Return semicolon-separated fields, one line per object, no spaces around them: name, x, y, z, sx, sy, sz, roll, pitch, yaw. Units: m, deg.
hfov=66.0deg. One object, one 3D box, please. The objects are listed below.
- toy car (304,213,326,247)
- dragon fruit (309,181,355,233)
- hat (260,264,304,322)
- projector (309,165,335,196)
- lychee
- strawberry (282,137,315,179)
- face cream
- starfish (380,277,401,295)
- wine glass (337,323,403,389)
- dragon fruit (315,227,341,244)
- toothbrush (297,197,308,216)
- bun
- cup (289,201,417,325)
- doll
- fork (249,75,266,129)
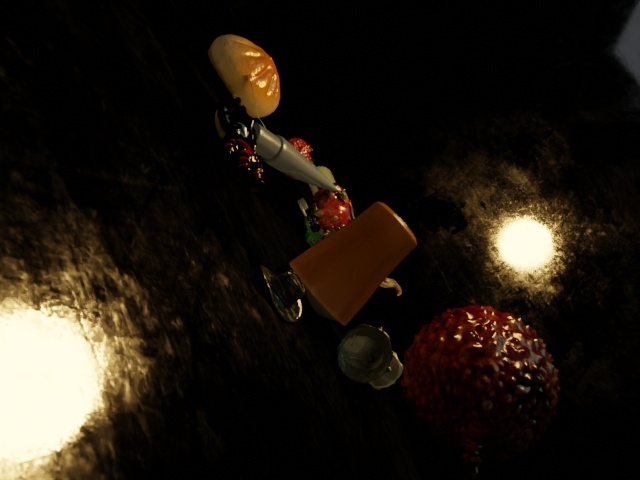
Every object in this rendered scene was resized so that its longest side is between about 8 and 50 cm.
toy car;0.000;0.000;1.395;0.165;0.063;0.071;54;10;-27
dragon fruit;0.047;-0.094;1.655;0.172;0.160;0.166;63;-32;9
hat;-0.061;0.084;0.884;0.121;0.050;0.121;53;12;-17
projector;0.036;-0.154;1.904;0.108;0.108;0.337;50;13;-43
lychee;0.420;0.396;1.334;0.424;0.425;0.500;56;35;-17
strawberry;-0.093;-0.263;1.627;0.131;0.148;0.131;38;-30;27
face cream;-0.082;-0.230;1.466;0.136;0.086;0.385;29;1;38
starfish;0.187;0.093;1.918;0.375;0.094;0.327;39;31;-22
wine glass;0.115;0.263;1.064;0.122;0.122;0.183;65;6;32
dragon fruit;0.060;0.071;1.320;0.137;0.135;0.235;-119;-171;-48
toothbrush;-0.007;-0.017;1.523;0.286;0.025;0.020;64;11;25
bun;-0.231;-0.564;1.656;0.298;0.165;0.299;58;10;-16
cup;0.068;0.044;1.089;0.182;0.264;0.226;49;0;-11
doll;-0.187;-0.230;1.134;0.127;0.088;0.248;87;-13;-66
fork;-0.190;-0.397;1.523;0.039;0.021;0.235;-53;133;-82
